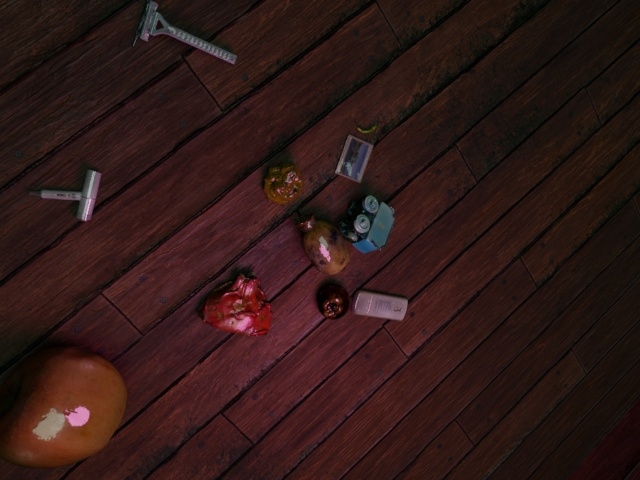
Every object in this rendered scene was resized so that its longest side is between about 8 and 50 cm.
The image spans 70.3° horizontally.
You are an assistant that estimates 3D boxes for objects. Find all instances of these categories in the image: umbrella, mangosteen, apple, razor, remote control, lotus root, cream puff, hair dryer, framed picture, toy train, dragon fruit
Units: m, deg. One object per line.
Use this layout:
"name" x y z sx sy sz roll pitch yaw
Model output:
"umbrella" -0.506 -0.699 1.343 0.044 0.044 0.269 16 104 -47
"mangosteen" 0.047 0.226 1.644 0.140 0.140 0.140 -4 100 -19
"apple" -0.745 0.482 1.313 0.338 0.338 0.305 -53 131 -5
"razor" -0.388 -0.606 1.377 0.278 0.056 0.111 17 104 -24
"remote control" 0.231 0.253 1.769 0.234 0.038 0.098 12 96 -22
"lotus root" 0.002 -0.001 1.582 0.154 0.154 0.278 -39 109 -10
"cream puff" -0.118 -0.191 1.525 0.146 0.116 0.146 -3 98 -22
"hair dryer" -0.758 -0.151 1.339 0.183 0.044 0.154 15 92 -19
"framed picture" 0.122 -0.295 1.648 0.109 0.011 0.149 18 92 -22
"toy train" 0.171 -0.060 1.629 0.163 0.112 0.203 38 61 -22
"dragon fruit" -0.263 0.208 1.531 0.262 0.134 0.211 11 92 -21

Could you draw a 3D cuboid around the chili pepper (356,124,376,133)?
"chili pepper" 0.168 -0.402 1.643 0.083 0.017 0.030 -19 105 -19
